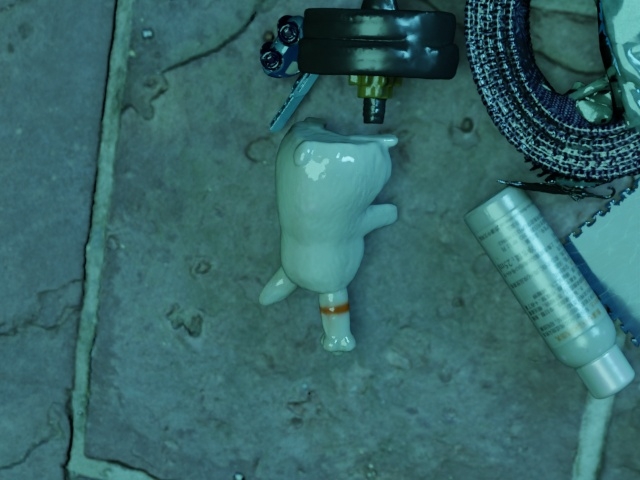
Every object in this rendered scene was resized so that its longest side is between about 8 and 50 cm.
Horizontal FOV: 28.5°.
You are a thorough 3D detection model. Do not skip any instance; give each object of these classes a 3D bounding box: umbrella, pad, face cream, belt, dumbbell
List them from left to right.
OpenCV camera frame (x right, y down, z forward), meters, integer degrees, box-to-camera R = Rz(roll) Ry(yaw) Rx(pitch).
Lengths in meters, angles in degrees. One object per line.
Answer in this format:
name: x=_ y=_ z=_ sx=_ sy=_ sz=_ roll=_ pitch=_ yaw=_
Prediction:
dumbbell: x=0.070 y=-0.324 z=1.400 sx=0.185 sy=0.185 sz=0.388 roll=5 pitch=100 yaw=15
face cream: x=0.270 y=0.062 z=1.461 sx=0.082 sy=0.082 sz=0.269 roll=-33 pitch=89 yaw=18
umbrella: x=0.269 y=-0.057 z=1.445 sx=0.148 sy=0.022 sz=0.022 roll=3 pitch=133 yaw=-12
belt: x=0.295 y=-0.225 z=1.389 sx=0.260 sy=0.122 sz=0.325 roll=-15 pitch=92 yaw=24
pad: x=0.452 y=0.027 z=1.440 sx=0.269 sy=0.012 sz=0.269 roll=-43 pitch=86 yaw=17

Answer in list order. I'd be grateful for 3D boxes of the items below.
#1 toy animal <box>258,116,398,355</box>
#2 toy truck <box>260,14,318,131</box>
toy animal: x=0.006 y=-0.013 z=1.508 sx=0.140 sy=0.138 sz=0.282 roll=16 pitch=126 yaw=21
toy truck: x=-0.045 y=-0.204 z=1.519 sx=0.074 sy=0.063 sz=0.136 roll=32 pitch=108 yaw=-14
